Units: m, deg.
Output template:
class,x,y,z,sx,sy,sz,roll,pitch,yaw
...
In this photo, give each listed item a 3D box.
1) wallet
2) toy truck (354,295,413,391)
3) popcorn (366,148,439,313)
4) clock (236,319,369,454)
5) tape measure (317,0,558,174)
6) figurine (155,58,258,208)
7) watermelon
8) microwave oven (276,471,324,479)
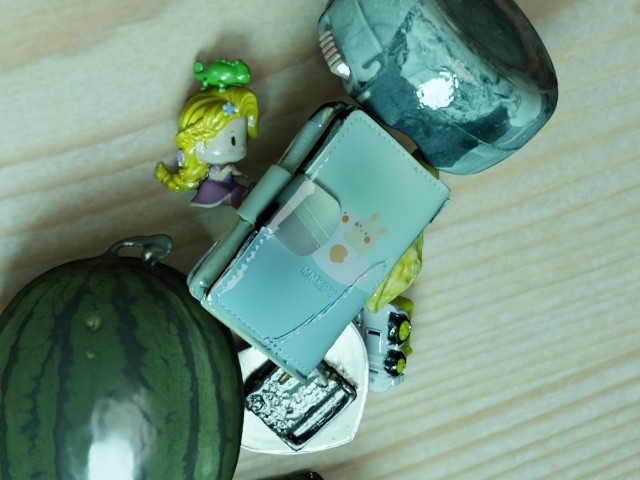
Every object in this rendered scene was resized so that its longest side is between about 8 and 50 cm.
class,x,y,z,sx,sy,sz,roll,pitch,yaw
wallet,0.000,0.000,1.606,0.176,0.075,0.250,41,85,-29
toy truck,0.075,0.117,1.843,0.077,0.076,0.111,-19,116,-54
popcorn,0.042,-0.023,1.750,0.173,0.168,0.195,29,80,-45
clock,-0.025,0.168,1.792,0.198,0.064,0.172,-43,102,11
tape measure,0.122,-0.198,1.677,0.256,0.275,0.147,32,123,-28
figurine,-0.124,-0.116,1.705,0.115,0.095,0.156,4,102,20
watermelon,-0.214,0.170,1.642,0.279,0.279,0.359,0,98,-19
microwave oven,-0.081,0.388,1.801,0.247,0.178,0.188,-12,109,-16
